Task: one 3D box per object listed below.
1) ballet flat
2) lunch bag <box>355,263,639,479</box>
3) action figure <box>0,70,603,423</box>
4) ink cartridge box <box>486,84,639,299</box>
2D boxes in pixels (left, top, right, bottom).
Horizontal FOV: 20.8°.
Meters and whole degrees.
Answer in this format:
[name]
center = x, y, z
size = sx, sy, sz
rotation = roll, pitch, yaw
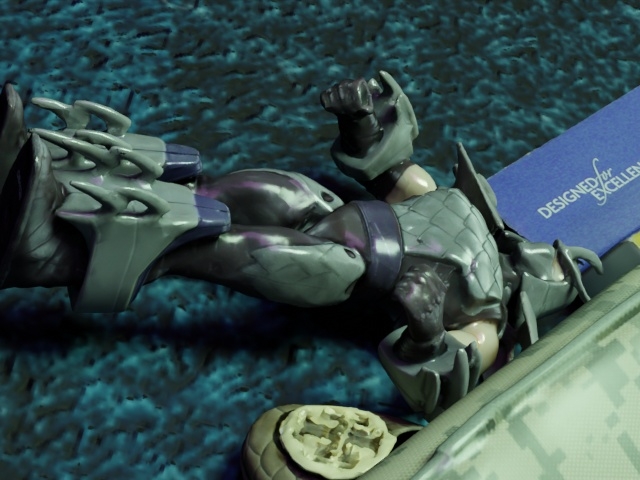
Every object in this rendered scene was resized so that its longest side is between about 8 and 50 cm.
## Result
[ballet flat]
center = 0.089, 0.116, 0.690
size = 0.250, 0.058, 0.084
rotation = 23, 41, 3
[lunch bag]
center = 0.064, 0.189, 0.491
size = 0.305, 0.212, 0.256
rotation = -31, 79, -39
[action figure]
center = 0.000, 0.000, 0.752
size = 0.285, 0.099, 0.185
rotation = 8, 32, -21
[ink cartridge box]
center = 0.287, -0.005, 0.862
size = 0.303, 0.072, 0.307
rotation = -31, 67, -32
